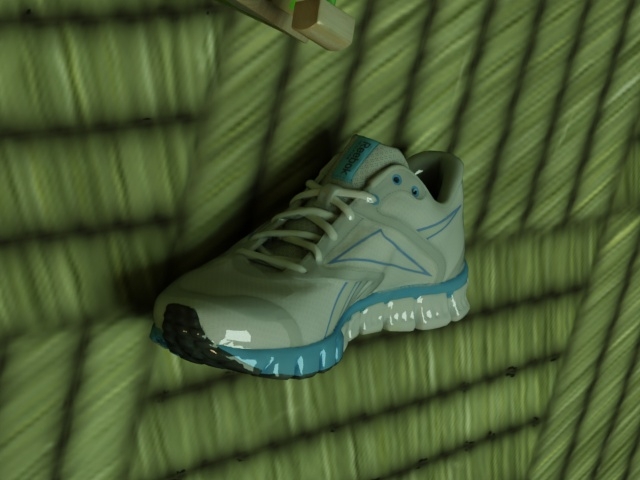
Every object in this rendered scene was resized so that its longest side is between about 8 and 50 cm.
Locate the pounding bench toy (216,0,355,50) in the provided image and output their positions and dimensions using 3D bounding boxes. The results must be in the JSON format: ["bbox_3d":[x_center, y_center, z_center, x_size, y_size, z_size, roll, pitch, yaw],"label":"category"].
[{"bbox_3d":[-0.010,-0.106,0.617,0.052,0.083,0.065,25,94,-56],"label":"pounding bench toy"}]

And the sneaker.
[{"bbox_3d":[0.000,0.000,0.732,0.190,0.071,0.083,-19,122,-56],"label":"sneaker"}]
